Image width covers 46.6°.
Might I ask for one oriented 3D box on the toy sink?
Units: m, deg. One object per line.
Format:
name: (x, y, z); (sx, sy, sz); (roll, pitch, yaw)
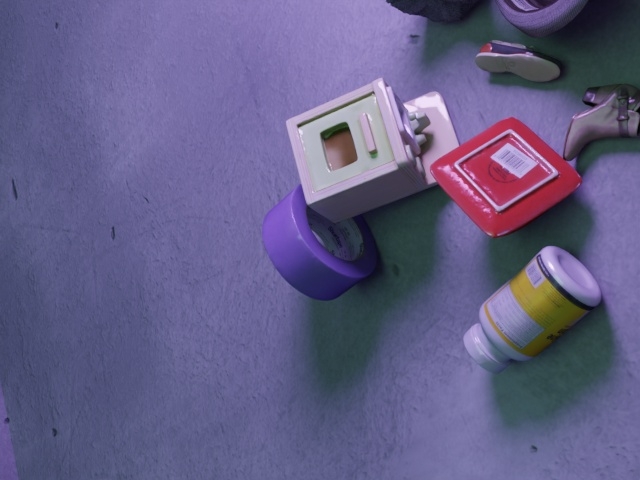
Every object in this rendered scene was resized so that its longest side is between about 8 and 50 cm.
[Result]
toy sink: (0.085, -0.147, 1.153); (0.234, 0.131, 0.152); (-20, 71, 17)

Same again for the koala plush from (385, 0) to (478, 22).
koala plush: (0.183, -0.475, 1.135); (0.196, 0.203, 0.221); (3, 68, 34)

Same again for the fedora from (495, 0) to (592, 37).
fedora: (0.335, -0.392, 0.964); (0.275, 0.124, 0.243); (152, 112, -71)

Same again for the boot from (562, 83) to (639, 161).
boot: (0.385, -0.154, 0.996); (0.087, 0.042, 0.118); (25, 105, 38)

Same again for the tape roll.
tape roll: (0.000, 0.000, 1.237); (0.080, 0.189, 0.189); (-40, 62, 33)

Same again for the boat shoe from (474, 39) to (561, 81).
boat shoe: (0.293, -0.267, 1.086); (0.137, 0.049, 0.043); (21, 62, 41)

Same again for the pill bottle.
pill bottle: (0.287, 0.101, 1.027); (0.184, 0.103, 0.103); (-49, 57, 29)

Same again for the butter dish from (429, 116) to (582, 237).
butter dish: (0.261, -0.069, 1.060); (0.160, 0.118, 0.160); (-32, 57, -8)
